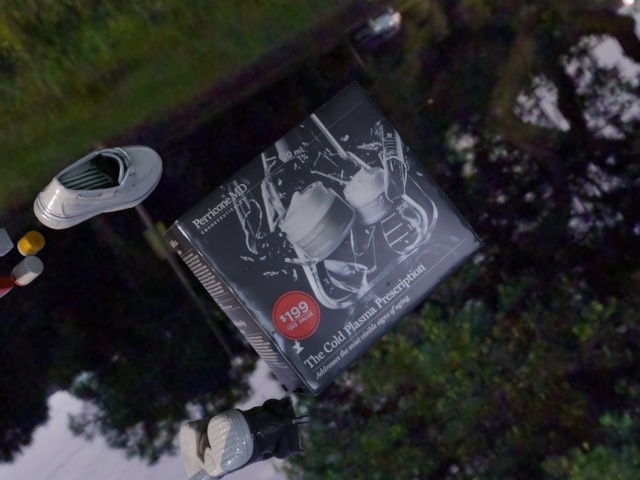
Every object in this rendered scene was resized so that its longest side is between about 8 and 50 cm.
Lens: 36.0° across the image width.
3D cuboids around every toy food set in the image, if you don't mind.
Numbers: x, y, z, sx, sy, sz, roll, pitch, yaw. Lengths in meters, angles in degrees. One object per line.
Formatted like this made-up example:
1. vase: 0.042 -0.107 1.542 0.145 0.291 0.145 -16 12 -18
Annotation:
1. toy food set: -0.608 0.058 1.786 0.104 0.111 0.232 -34 173 34

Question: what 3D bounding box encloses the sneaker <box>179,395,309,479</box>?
1. sneaker: -0.114 0.307 1.504 0.153 0.101 0.268 -8 166 -28

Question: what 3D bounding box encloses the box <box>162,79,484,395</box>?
1. box: 0.000 0.000 1.456 0.343 0.312 0.179 -40 -176 -15

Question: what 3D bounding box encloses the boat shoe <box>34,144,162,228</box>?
1. boat shoe: -0.275 -0.083 1.298 0.076 0.083 0.226 -48 177 38
